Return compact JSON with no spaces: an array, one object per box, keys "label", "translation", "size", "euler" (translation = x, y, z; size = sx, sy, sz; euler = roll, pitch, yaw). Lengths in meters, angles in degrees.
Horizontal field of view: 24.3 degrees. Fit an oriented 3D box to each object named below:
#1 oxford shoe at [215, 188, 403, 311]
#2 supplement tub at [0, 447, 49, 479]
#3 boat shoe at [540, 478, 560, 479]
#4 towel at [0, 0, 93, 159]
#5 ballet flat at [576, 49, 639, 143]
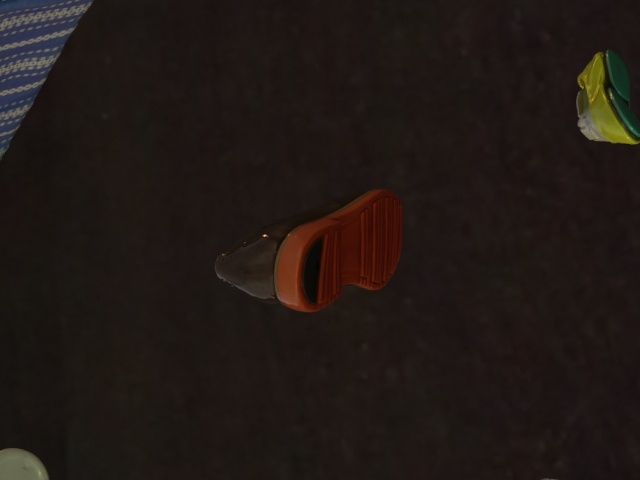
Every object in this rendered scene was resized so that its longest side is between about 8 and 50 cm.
[{"label":"oxford shoe","translation":[0.000,0.000,1.379],"size":[0.098,0.271,0.097],"euler":[6,99,25]},{"label":"supplement tub","translation":[-0.316,0.249,1.454],"size":[0.107,0.071,0.071],"euler":[-36,62,52]},{"label":"boat shoe","translation":[0.276,0.277,1.419],"size":[0.219,0.078,0.070],"euler":[-12,46,62]},{"label":"towel","translation":[-0.306,-0.072,1.074],"size":[0.040,0.243,0.336],"euler":[60,144,10]},{"label":"ballet flat","translation":[0.375,-0.174,1.962],"size":[0.077,0.077,0.231],"euler":[-37,23,24]}]
